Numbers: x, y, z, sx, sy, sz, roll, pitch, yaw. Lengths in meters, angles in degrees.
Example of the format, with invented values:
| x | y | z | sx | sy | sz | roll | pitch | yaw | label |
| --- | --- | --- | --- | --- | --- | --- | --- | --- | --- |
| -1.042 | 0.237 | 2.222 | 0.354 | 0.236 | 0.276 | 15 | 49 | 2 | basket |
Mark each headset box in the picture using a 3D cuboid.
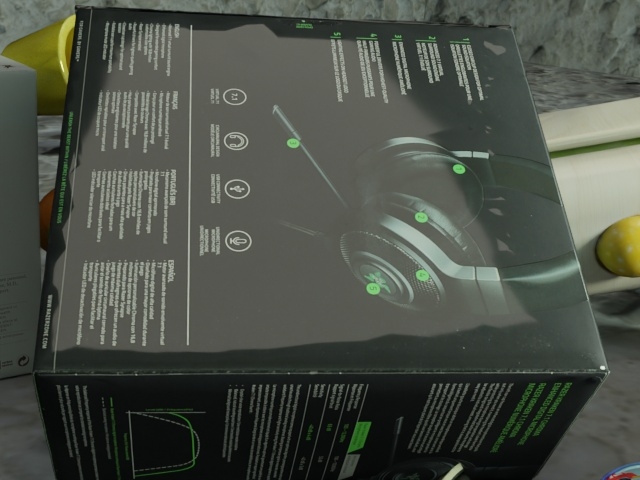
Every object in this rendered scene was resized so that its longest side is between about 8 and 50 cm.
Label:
| x | y | z | sx | sy | sz | roll | pitch | yaw | label |
| --- | --- | --- | --- | --- | --- | --- | --- | --- | --- |
| 0.000 | 0.000 | 0.553 | 0.283 | 0.131 | 0.246 | 0 | 53 | -8 | headset box |

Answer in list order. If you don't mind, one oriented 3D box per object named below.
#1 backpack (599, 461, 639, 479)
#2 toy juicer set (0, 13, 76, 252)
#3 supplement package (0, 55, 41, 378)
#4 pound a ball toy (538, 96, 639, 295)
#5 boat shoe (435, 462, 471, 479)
| x | y | z | sx | sy | sz | roll | pitch | yaw | label |
| --- | --- | --- | --- | --- | --- | --- | --- | --- | --- |
| 0.167 | 0.134 | 0.359 | 0.158 | 0.116 | 0.173 | 2 | 14 | -6 | backpack |
| -0.115 | -0.054 | 0.795 | 0.090 | 0.209 | 0.329 | -7 | -1 | 22 | toy juicer set |
| -0.297 | -0.017 | 0.627 | 0.194 | 0.203 | 0.149 | -8 | 20 | -34 | supplement package |
| 0.265 | 0.004 | 0.793 | 0.319 | 0.208 | 0.135 | -8 | 37 | 6 | pound a ball toy |
| 0.050 | 0.140 | 0.449 | 0.042 | 0.049 | 0.133 | 42 | 18 | 11 | boat shoe |
